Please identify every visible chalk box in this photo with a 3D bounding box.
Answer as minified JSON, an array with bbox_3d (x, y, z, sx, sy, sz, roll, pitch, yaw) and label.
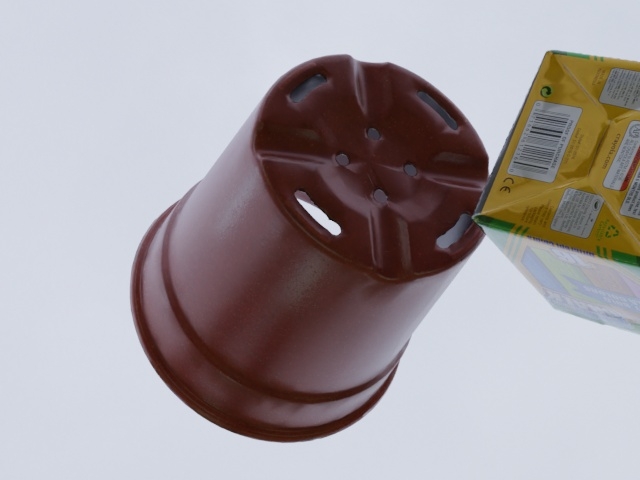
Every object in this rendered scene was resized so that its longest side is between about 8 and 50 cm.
[{"bbox_3d":[0.220,-0.013,0.763,0.213,0.132,0.132,38,-107,-51],"label":"chalk box"}]

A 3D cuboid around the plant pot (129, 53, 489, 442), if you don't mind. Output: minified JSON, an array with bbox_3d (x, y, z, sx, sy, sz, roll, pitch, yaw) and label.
[{"bbox_3d":[0.000,0.000,0.959,0.272,0.272,0.265,11,-32,-17],"label":"plant pot"}]
